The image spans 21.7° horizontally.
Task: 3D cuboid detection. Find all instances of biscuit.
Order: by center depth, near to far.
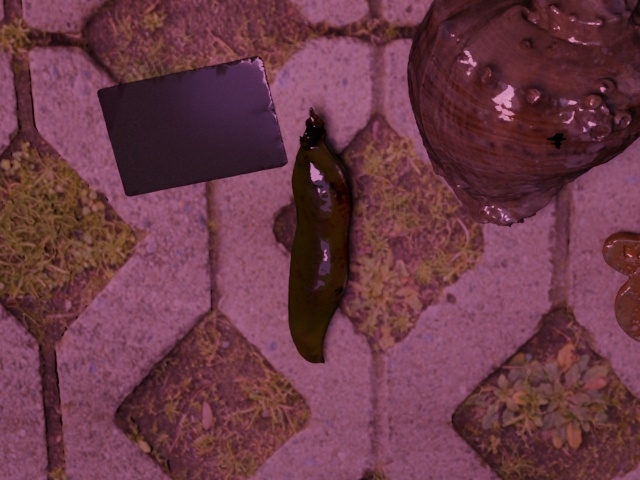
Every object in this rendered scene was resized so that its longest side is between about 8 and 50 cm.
[{"bbox_3d":[0.412,0.014,1.969,0.153,0.030,0.234,15,112,5],"label":"biscuit"}]

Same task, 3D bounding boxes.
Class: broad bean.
[{"bbox_3d":[0.000,0.000,2.012,0.077,0.061,0.339,7,110,14],"label":"broad bean"}]

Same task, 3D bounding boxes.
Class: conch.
[{"bbox_3d":[0.220,-0.164,1.851,0.297,0.210,0.352,30,110,13],"label":"conch"}]

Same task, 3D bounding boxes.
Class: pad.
[{"bbox_3d":[-0.155,-0.136,2.019,0.211,0.003,0.143,-9,108,12],"label":"pad"}]
